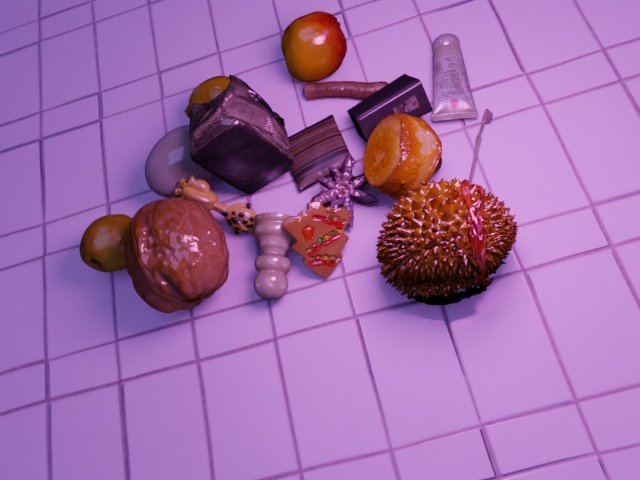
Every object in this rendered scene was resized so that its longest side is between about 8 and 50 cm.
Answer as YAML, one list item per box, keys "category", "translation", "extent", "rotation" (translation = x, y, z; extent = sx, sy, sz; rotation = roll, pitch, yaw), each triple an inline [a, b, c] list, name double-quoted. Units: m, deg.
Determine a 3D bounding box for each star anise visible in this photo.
- category: "star anise"
  translation: [0.071, -0.148, 1.614]
  extent: [0.236, 0.093, 0.229]
  rotation: [-16, 82, -11]

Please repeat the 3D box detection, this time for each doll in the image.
- category: "doll"
  translation: [-0.322, -0.107, 1.651]
  extent: [0.290, 0.086, 0.117]
  rotation: [27, 107, -7]

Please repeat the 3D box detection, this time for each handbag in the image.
- category: "handbag"
  translation: [-0.249, -0.333, 1.631]
  extent: [0.247, 0.340, 0.240]
  rotation: [-28, 58, 23]

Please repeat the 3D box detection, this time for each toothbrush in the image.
- category: "toothbrush"
  translation: [0.494, -0.289, 1.630]
  extent: [0.028, 0.026, 0.295]
  rotation: [21, 74, 2]

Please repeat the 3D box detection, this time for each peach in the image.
- category: "peach"
  translation: [-0.022, -0.658, 1.767]
  extent: [0.230, 0.231, 0.231]
  rotation: [-4, 69, 10]

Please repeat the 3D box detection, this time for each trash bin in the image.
- category: "trash bin"
  translation: [0.213, -0.422, 1.660]
  extent: [0.225, 0.115, 0.165]
  rotation: [-28, 26, 3]

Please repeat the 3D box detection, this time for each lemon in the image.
- category: "lemon"
  translation: [-0.354, -0.464, 1.786]
  extent: [0.248, 0.184, 0.184]
  rotation: [-18, 66, 19]

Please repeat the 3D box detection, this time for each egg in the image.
- category: "egg"
  translation: [-0.450, -0.262, 1.714]
  extent: [0.203, 0.203, 0.282]
  rotation: [39, 72, 22]

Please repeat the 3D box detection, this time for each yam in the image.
- category: "yam"
  translation: [0.084, -0.515, 1.780]
  extent: [0.299, 0.066, 0.066]
  rotation: [4, 70, 13]

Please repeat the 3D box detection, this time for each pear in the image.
- category: "pear"
  translation: [-0.671, 0.012, 1.673]
  extent: [0.198, 0.198, 0.198]
  rotation: [-4, 69, 10]

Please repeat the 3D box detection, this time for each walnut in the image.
- category: "walnut"
  translation: [-0.432, 0.030, 1.552]
  extent: [0.305, 0.306, 0.344]
  rotation: [-23, 70, 2]

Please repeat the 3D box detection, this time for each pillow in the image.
- category: "pillow"
  translation: [-0.014, -0.291, 1.719]
  extent: [0.208, 0.052, 0.212]
  rotation: [-25, 66, 5]

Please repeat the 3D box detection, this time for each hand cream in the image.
- category: "hand cream"
  translation: [0.426, -0.533, 1.702]
  extent: [0.146, 0.093, 0.306]
  rotation: [-3, 71, 5]

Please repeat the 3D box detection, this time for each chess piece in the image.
- category: "chess piece"
  translation: [-0.141, 0.055, 1.576]
  extent: [0.144, 0.144, 0.252]
  rotation: [0, 76, 11]

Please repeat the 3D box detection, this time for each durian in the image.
- category: "durian"
  translation: [0.338, 0.002, 1.394]
  extent: [0.384, 0.348, 0.348]
  rotation: [-24, 66, -9]

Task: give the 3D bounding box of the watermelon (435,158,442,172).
- category: "watermelon"
  translation: [0.323, -0.249, 1.611]
  extent: [0.108, 0.109, 0.109]
  rotation: [-4, 69, 10]

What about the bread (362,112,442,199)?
- category: "bread"
  translation: [0.231, -0.247, 1.528]
  extent: [0.145, 0.268, 0.269]
  rotation: [15, 68, -27]

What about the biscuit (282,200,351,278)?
- category: "biscuit"
  translation: [0.000, 0.000, 1.548]
  extent: [0.212, 0.041, 0.239]
  rotation: [-12, 101, -14]
